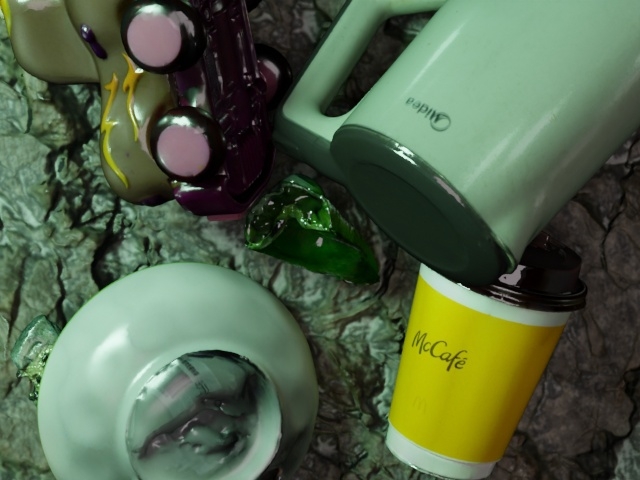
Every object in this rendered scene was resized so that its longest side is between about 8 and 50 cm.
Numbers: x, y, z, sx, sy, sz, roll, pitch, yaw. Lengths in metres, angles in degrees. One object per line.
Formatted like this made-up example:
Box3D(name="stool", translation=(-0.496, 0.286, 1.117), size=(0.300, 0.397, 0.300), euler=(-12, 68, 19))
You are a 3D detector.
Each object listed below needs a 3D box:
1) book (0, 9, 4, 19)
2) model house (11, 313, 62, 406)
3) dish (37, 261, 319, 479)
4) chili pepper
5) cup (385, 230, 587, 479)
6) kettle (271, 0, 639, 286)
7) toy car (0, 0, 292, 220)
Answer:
Box3D(name="book", translation=(-0.323, -0.382, 1.673), size=(0.170, 0.018, 0.242), euler=(42, 91, -12))
Box3D(name="model house", translation=(-0.307, 0.137, 1.742), size=(0.079, 0.066, 0.083), euler=(-45, 101, -1))
Box3D(name="dish", translation=(-0.139, 0.194, 1.709), size=(0.324, 0.124, 0.324), euler=(-5, 103, -20))
Box3D(name="chili pepper", translation=(0.000, 0.002, 1.717), size=(0.108, 0.062, 0.216), euler=(-14, 147, 25))
Box3D(name="cup", translation=(0.172, 0.118, 1.748), size=(0.196, 0.196, 0.280), euler=(15, 106, -10))
Box3D(name="kettle", translation=(0.165, -0.181, 1.634), size=(0.361, 0.250, 0.377), euler=(32, 71, 28))
Box3D(name="toy car", translation=(-0.185, -0.185, 1.624), size=(0.240, 0.271, 0.341), euler=(-5, 110, 18))
